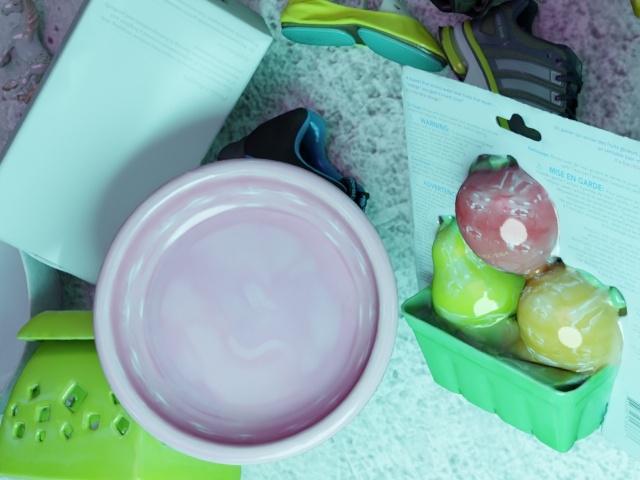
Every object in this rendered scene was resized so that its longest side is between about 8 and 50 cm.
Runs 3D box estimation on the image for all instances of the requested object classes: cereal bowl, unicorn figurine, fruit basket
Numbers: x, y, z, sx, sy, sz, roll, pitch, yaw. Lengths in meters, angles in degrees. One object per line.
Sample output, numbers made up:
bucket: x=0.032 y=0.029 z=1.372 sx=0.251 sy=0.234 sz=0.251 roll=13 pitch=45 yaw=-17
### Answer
cereal bowl: x=-0.482 y=0.086 z=1.695 sx=0.339 sy=0.141 sz=0.338 roll=-1 pitch=88 yaw=27
unicorn figurine: x=-0.415 y=-0.268 z=1.730 sx=0.111 sy=0.060 sz=0.162 roll=-43 pitch=86 yaw=19
fruit basket: x=0.215 y=0.018 z=1.251 sx=0.327 sy=0.165 sz=0.353 roll=26 pitch=128 yaw=43

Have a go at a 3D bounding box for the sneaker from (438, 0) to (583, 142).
sneaker: x=0.240 y=-0.145 z=1.346 sx=0.121 sy=0.111 sz=0.299 roll=-34 pitch=68 yaw=16

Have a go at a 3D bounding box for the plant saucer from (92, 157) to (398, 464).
plant saucer: x=-0.079 y=0.079 z=1.364 sx=0.332 sy=0.084 sz=0.332 roll=-1 pitch=81 yaw=5

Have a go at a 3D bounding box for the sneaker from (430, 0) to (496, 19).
sneaker: x=0.212 y=-0.306 z=1.357 sx=0.228 sy=0.130 sz=0.087 roll=-12 pitch=123 yaw=27

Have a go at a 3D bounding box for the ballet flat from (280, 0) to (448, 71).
ballet flat: x=0.056 y=-0.261 z=1.477 sx=0.231 sy=0.077 sz=0.077 roll=16 pitch=79 yaw=29

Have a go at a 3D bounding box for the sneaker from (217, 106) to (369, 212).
sneaker: x=0.000 y=0.000 z=1.461 sx=0.140 sy=0.125 sz=0.340 roll=-34 pitch=74 yaw=20

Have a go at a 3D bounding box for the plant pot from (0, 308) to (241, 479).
plant pot: x=-0.241 y=0.194 z=1.527 sx=0.228 sy=0.227 sz=0.207 roll=-3 pitch=79 yaw=28

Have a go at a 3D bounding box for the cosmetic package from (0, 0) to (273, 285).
cosmetic package: x=-0.246 y=-0.151 z=1.527 sx=0.217 sy=0.156 sz=0.385 roll=30 pitch=105 yaw=-17

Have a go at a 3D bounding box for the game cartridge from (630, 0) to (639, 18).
game cartridge: x=0.440 y=-0.379 z=1.243 sx=0.324 sy=0.053 sz=0.285 roll=-16 pitch=80 yaw=9
